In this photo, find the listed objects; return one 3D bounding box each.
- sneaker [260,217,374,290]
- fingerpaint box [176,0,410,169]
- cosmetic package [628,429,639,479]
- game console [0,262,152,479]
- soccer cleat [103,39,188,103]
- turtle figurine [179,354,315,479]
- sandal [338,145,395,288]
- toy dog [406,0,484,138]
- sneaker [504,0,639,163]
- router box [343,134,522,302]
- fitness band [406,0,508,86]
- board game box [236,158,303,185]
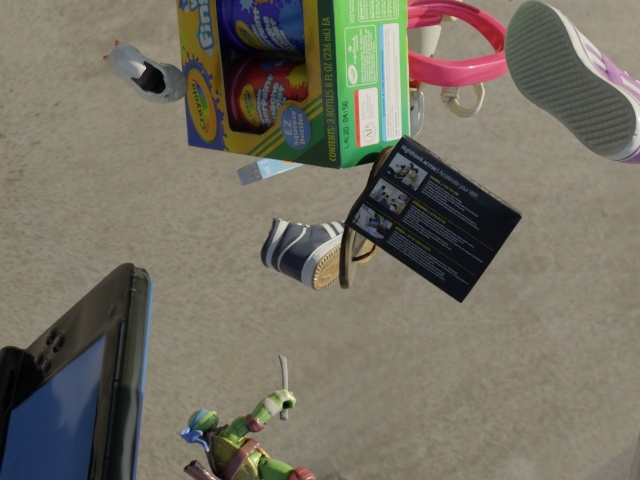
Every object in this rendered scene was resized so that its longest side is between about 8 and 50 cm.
[{"bbox_3d":[0.000,0.000,1.860,0.282,0.153,0.099,-30,133,-54],"label":"sneaker"},{"bbox_3d":[-0.055,-0.353,1.491,0.163,0.371,0.445,-16,111,-41],"label":"fingerpaint box"},{"bbox_3d":[0.253,0.095,0.428,0.156,0.217,0.385,30,42,4],"label":"cosmetic package"},{"bbox_3d":[-0.252,0.151,0.624,0.173,0.250,0.293,30,38,-32],"label":"game console"},{"bbox_3d":[-0.243,-0.232,1.439,0.068,0.076,0.196,-53,159,6],"label":"soccer cleat"},{"bbox_3d":[-0.062,0.335,1.545,0.266,0.274,0.198,42,102,20],"label":"turtle figurine"},{"bbox_3d":[0.080,-0.031,1.384,0.060,0.090,0.219,20,69,17],"label":"sandal"},{"bbox_3d":[0.174,-0.380,1.921,0.161,0.220,0.334,-1,79,-59],"label":"toy dog"},{"bbox_3d":[0.348,-0.189,1.232,0.161,0.102,0.282,5,44,-36],"label":"sneaker"},{"bbox_3d":[0.139,-0.027,1.213,0.179,0.046,0.133,35,103,4],"label":"router box"},{"bbox_3d":[0.224,-0.356,1.762,0.291,0.054,0.209,-19,56,-38],"label":"fitness band"},{"bbox_3d":[-0.037,-0.157,1.819,0.211,0.160,0.039,-20,95,-17],"label":"board game box"}]
